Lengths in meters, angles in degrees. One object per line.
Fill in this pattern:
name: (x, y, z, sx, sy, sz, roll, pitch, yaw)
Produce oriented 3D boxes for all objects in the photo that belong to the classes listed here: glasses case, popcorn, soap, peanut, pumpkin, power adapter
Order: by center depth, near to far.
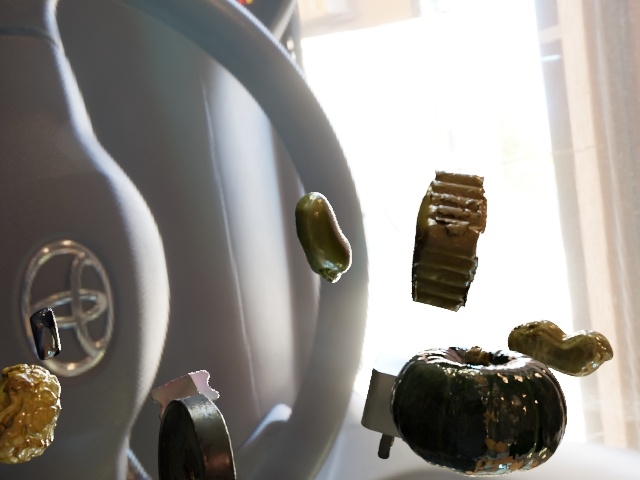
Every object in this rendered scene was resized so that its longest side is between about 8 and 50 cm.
glasses case: (-0.392, 0.137, 1.065, 0.033, 0.023, 0.083, -33, 134, -43)
pumpkin: (0.263, 0.276, 1.272, 0.300, 0.300, 0.207, -67, 156, -86)
peanut: (0.487, 0.219, 1.522, 0.103, 0.229, 0.098, 40, 68, -43)
power adapter: (0.155, 0.361, 1.583, 0.130, 0.125, 0.205, -42, 143, -74)
popcorn: (-0.754, 0.434, 1.874, 0.250, 0.190, 0.250, -162, -90, -79)
soap: (-0.429, 0.499, 2.366, 0.109, 0.192, 0.324, 65, -15, 11)

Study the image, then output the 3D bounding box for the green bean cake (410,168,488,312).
green bean cake: (0.248, -0.001, 1.460, 0.224, 0.131, 0.230, -72, 169, -44)

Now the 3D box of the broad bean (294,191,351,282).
broad bean: (0.000, 0.000, 1.387, 0.174, 0.082, 0.124, 59, 22, -33)

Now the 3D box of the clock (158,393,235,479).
clock: (-0.256, 0.477, 1.510, 0.325, 0.067, 0.325, 1, -88, 62)
